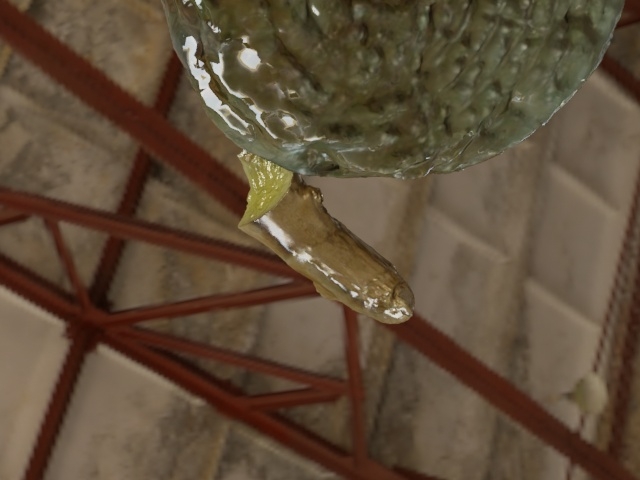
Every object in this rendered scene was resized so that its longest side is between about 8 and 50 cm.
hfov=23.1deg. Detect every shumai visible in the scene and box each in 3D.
[{"bbox_3d":[0.005,-0.209,0.938,0.304,0.263,0.309,24,-83,-34],"label":"shumai"}]

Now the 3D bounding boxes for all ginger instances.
[{"bbox_3d":[-0.003,0.002,0.909,0.137,0.057,0.044,44,-158,-4],"label":"ginger"}]
